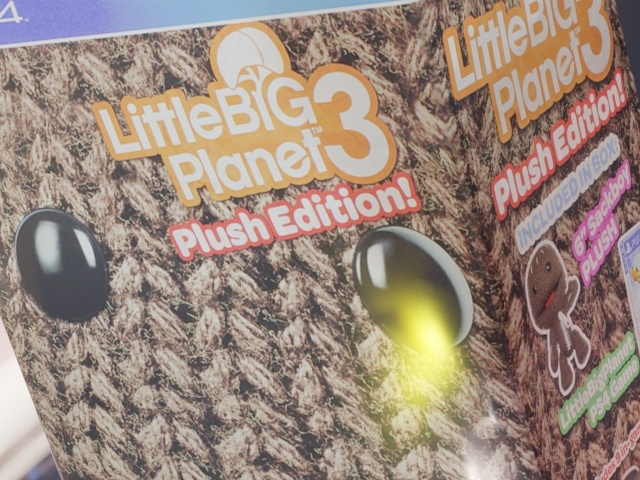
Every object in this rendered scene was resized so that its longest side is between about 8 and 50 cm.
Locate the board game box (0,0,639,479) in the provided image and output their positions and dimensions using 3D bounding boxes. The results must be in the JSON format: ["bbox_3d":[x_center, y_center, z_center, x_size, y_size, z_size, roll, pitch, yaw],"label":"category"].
[{"bbox_3d":[0.000,0.000,0.754,0.232,0.291,0.141,-2,-154,34],"label":"board game box"}]

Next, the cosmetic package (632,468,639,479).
[{"bbox_3d":[0.249,-0.007,0.253,0.377,0.097,0.284,-6,-141,49],"label":"cosmetic package"}]
